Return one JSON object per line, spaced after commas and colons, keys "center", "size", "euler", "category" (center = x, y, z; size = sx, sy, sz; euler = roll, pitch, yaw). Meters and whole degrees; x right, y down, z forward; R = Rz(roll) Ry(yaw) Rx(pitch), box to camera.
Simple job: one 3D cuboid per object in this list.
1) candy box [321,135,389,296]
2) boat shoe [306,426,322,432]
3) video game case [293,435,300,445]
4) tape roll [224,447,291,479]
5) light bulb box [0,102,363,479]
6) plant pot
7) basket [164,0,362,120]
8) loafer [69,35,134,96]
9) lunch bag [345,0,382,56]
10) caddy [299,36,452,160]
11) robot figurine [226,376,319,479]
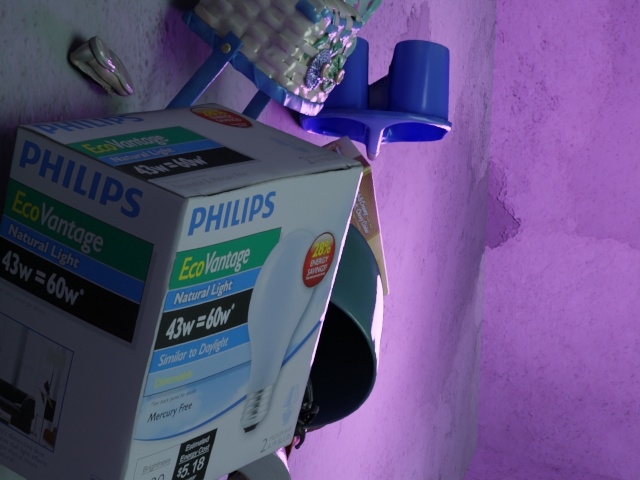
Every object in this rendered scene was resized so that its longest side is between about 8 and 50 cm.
{"center": [0.000, 0.000, 2.301], "size": [0.183, 0.087, 0.316], "euler": [-26, 139, -13], "category": "candy box"}
{"center": [-0.071, 0.267, 2.311], "size": [0.257, 0.095, 0.095], "euler": [-6, 90, -56], "category": "boat shoe"}
{"center": [-0.058, 0.262, 2.493], "size": [0.232, 0.042, 0.210], "euler": [-40, 137, -64], "category": "video game case"}
{"center": [-0.151, 0.317, 1.933], "size": [0.072, 0.219, 0.219], "euler": [-104, -173, -51], "category": "tape roll"}
{"center": [-0.166, 0.062, 1.570], "size": [0.358, 0.225, 0.361], "euler": [-16, 125, -58], "category": "light bulb box"}
{"center": [-0.039, 0.087, 2.080], "size": [0.235, 0.293, 0.293], "euler": [-70, 161, -48], "category": "plant pot"}
{"center": [-0.093, -0.228, 1.901], "size": [0.289, 0.201, 0.255], "euler": [-47, 170, 14], "category": "basket"}
{"center": [-0.252, -0.197, 1.659], "size": [0.125, 0.039, 0.045], "euler": [56, 13, -70], "category": "loafer"}
{"center": [-0.011, -0.385, 2.108], "size": [0.262, 0.160, 0.223], "euler": [-55, 155, -30], "category": "lunch bag"}
{"center": [0.089, -0.218, 2.323], "size": [0.341, 0.241, 0.179], "euler": [73, 20, -88], "category": "caddy"}
{"center": [-0.118, 0.245, 2.011], "size": [0.085, 0.211, 0.291], "euler": [-71, 180, -55], "category": "robot figurine"}
